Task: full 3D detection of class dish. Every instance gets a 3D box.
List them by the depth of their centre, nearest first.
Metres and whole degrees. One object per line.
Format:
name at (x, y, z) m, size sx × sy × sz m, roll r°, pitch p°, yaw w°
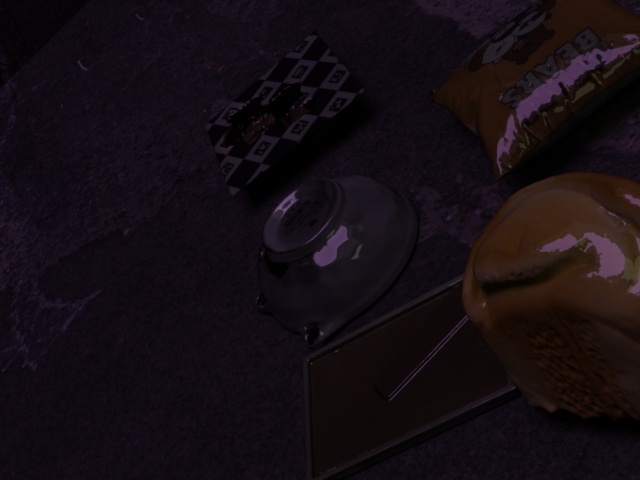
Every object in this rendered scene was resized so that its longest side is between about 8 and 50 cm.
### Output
dish at (0.000, 0.000, 1.935) m, size 0.303 × 0.120 × 0.303 m, roll -28°, pitch 36°, yaw 22°

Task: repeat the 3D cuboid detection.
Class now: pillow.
pillow at (0.324, -0.246, 1.853) m, size 0.310 × 0.119 × 0.312 m, roll -37°, pitch 32°, yaw 6°

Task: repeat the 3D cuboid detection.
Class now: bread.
bread at (0.314, 0.049, 1.425) m, size 0.316 × 0.270 × 0.211 m, roll -8°, pitch 33°, yaw 50°

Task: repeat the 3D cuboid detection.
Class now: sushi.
sushi at (-0.058, -0.218, 2.291) m, size 0.292 × 0.059 × 0.294 m, roll -39°, pitch 33°, yaw 9°

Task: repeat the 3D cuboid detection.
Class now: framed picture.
framed picture at (0.110, 0.179, 1.710) m, size 0.324 × 0.020 × 0.240 m, roll -30°, pitch 36°, yaw 21°
